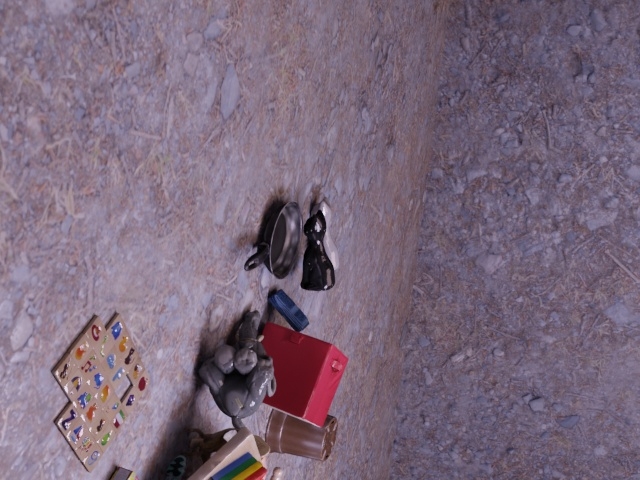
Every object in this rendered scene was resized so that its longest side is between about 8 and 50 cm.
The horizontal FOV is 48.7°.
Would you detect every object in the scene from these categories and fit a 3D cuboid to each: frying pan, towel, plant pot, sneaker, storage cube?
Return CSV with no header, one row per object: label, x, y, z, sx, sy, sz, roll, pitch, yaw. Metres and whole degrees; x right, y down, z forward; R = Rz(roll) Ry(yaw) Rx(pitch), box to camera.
frying pan,-0.116,0.035,1.695,0.326,0.053,0.197,-57,151,-47
towel,-0.077,0.177,1.800,0.029,0.119,0.067,-43,177,24
plant pot,-0.048,0.540,1.994,0.167,0.165,0.167,12,90,-70
sneaker,-0.296,0.495,1.481,0.098,0.038,0.069,-68,161,-3
storage cube,-0.063,0.340,1.784,0.193,0.214,0.184,-67,158,-14

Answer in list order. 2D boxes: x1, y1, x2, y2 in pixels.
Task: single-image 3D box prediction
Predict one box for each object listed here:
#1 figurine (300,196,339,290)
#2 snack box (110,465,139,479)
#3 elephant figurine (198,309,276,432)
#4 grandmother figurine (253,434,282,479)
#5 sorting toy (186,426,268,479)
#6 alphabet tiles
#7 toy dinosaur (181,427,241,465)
figurine,0.000,0.000,1.913,0.215,0.092,0.210,-70,160,-69
snack box,-0.361,0.494,1.294,0.141,0.037,0.100,80,30,-45
elephant figurine,-0.163,0.288,1.586,0.186,0.169,0.239,-51,178,6
grandmother figurine,-0.176,0.658,1.821,0.207,0.104,0.343,-22,129,-34
sorting toy,-0.208,0.546,1.472,0.255,0.089,0.257,-41,154,-22
alphabet tiles,-0.369,0.244,1.183,0.237,0.009,0.198,81,28,-43
toy dinosaur,-0.236,0.427,1.503,0.183,0.092,0.053,-56,-152,34
